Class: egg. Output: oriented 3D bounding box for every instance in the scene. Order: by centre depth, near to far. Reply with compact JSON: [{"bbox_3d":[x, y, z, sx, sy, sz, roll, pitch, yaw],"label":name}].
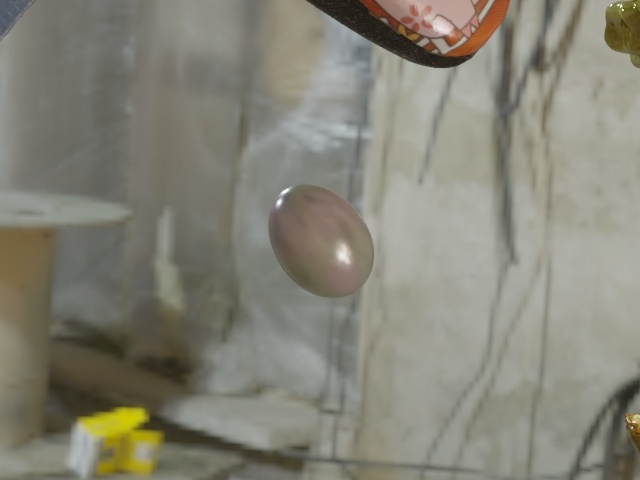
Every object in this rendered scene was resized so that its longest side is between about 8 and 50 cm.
[{"bbox_3d":[0.000,0.000,1.890,0.103,0.135,0.103,-37,-2,-1],"label":"egg"}]

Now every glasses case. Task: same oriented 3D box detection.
[{"bbox_3d":[-0.008,-0.198,1.000,0.267,0.067,0.103,35,46,-6],"label":"glasses case"}]

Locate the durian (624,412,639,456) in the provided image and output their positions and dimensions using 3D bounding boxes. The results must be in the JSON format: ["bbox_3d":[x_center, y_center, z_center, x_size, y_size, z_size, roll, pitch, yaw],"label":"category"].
[{"bbox_3d":[0.310,0.225,1.493,0.140,0.224,0.078,-36,16,-8],"label":"durian"}]

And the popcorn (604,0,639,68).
[{"bbox_3d":[0.418,-0.243,1.680,0.312,0.312,0.312,3,5,0],"label":"popcorn"}]

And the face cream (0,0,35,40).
[{"bbox_3d":[-0.375,-0.311,1.365,0.385,0.135,0.086,42,18,-8],"label":"face cream"}]
